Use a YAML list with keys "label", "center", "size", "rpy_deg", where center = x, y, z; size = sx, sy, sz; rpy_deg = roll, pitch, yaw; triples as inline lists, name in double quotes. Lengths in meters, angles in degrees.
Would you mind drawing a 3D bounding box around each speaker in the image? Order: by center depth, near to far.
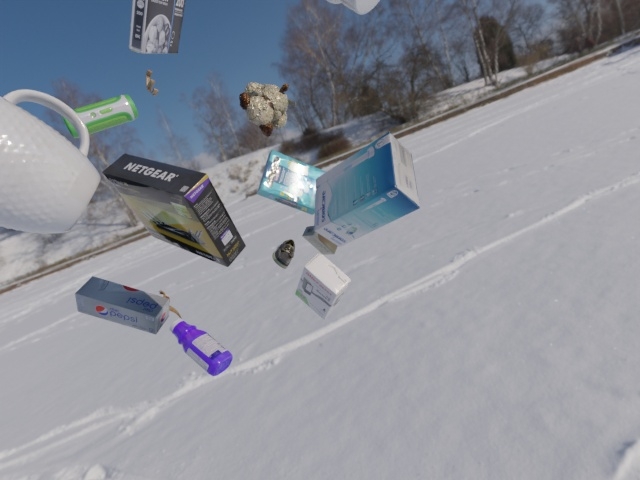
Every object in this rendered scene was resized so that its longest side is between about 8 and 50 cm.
- label: "speaker"
  center: [-1.004, -0.570, 1.845]
  size: [0.296, 0.131, 0.131]
  rpy_deg: [-30, 10, -26]

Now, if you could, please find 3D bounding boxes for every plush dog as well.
- label: "plush dog"
  center: [-0.258, -0.627, 1.893]
  size: [0.210, 0.262, 0.225]
  rpy_deg: [-15, 34, 50]

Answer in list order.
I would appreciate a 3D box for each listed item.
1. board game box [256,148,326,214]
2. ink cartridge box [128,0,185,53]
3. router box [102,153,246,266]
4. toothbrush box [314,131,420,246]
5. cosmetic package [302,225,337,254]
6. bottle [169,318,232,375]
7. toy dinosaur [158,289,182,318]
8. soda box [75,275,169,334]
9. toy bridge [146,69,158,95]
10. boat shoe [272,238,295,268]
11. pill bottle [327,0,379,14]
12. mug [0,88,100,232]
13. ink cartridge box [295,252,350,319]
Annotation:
- label: "board game box"
  center: [-0.155, -0.320, 2.232]
  size: [0.335, 0.254, 0.079]
  rpy_deg: [20, -20, -16]
- label: "ink cartridge box"
  center: [-0.384, -0.560, 0.965]
  size: [0.045, 0.209, 0.206]
  rpy_deg: [16, 25, -3]
- label: "router box"
  center: [-0.361, -0.077, 1.010]
  size: [0.308, 0.243, 0.081]
  rpy_deg: [17, 55, 30]
- label: "toothbrush box"
  center: [0.126, -0.143, 1.196]
  size: [0.295, 0.126, 0.217]
  rpy_deg: [-27, 46, 33]
- label: "cosmetic package"
  center: [0.000, 0.000, 1.353]
  size: [0.060, 0.115, 0.041]
  rpy_deg: [-3, 53, 46]
- label: "bottle"
  center: [-0.488, 0.422, 1.623]
  size: [0.118, 0.282, 0.092]
  rpy_deg: [-17, -43, -63]
- label: "toy dinosaur"
  center: [-0.702, 0.290, 1.794]
  size: [0.211, 0.064, 0.112]
  rpy_deg: [13, 49, -6]
- label: "soda box"
  center: [-0.671, 0.220, 1.377]
  size: [0.286, 0.091, 0.098]
  rpy_deg: [16, 35, 2]
- label: "toy bridge"
  center: [-0.909, -0.832, 2.157]
  size: [0.026, 0.188, 0.063]
  rpy_deg: [8, -44, -46]
- label: "boat shoe"
  center: [-0.147, 0.047, 1.700]
  size: [0.073, 0.080, 0.223]
  rpy_deg: [-49, 11, 14]
- label: "pill bottle"
  center: [0.017, -0.879, 1.229]
  size: [0.224, 0.392, 0.224]
  rpy_deg: [-46, -14, -15]
- label: "mug"
  center: [-0.723, -0.208, 0.986]
  size: [0.276, 0.328, 0.375]
  rpy_deg: [-23, 47, 41]
- label: "ink cartridge box"
  center: [0.006, 0.219, 1.887]
  size: [0.114, 0.198, 0.273]
  rpy_deg: [-41, -18, -33]
